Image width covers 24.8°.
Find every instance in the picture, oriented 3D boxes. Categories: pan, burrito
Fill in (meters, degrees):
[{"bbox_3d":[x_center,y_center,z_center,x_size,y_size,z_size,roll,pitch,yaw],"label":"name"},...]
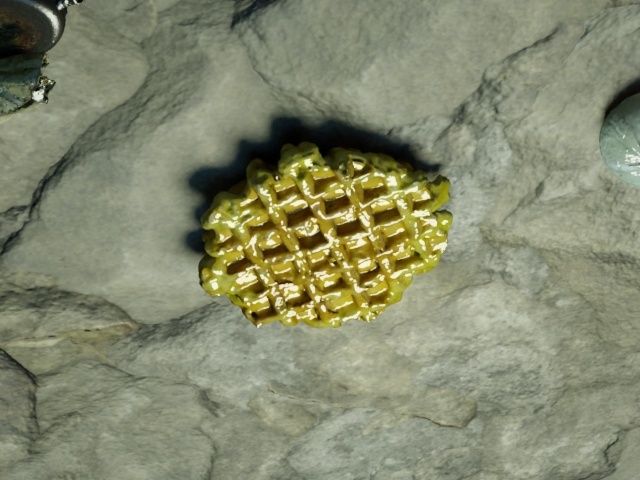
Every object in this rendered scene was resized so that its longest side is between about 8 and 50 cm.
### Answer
[{"bbox_3d":[-0.262,-0.234,1.427,0.212,0.040,0.115,-20,145,9],"label":"pan"},{"bbox_3d":[-0.353,-0.132,1.489,0.229,0.058,0.063,-28,139,29],"label":"burrito"}]

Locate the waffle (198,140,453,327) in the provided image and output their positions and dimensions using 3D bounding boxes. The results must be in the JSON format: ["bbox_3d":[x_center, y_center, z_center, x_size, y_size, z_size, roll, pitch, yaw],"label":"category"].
[{"bbox_3d":[0.000,0.000,1.754,0.325,0.068,0.302,13,133,-26],"label":"waffle"}]

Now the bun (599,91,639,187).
[{"bbox_3d":[0.399,-0.114,1.715,0.140,0.083,0.141,-6,141,-5],"label":"bun"}]
